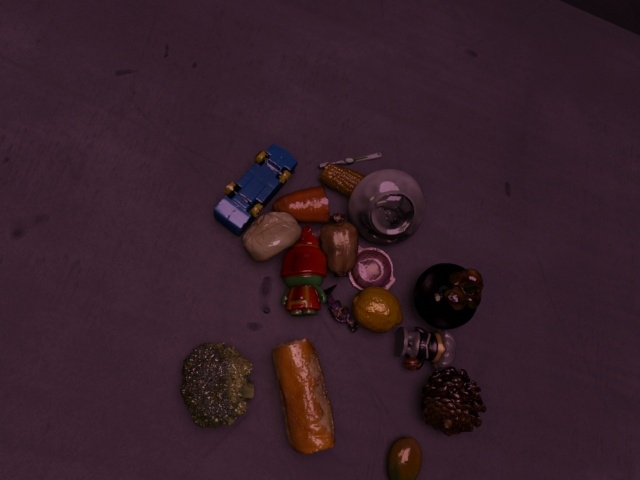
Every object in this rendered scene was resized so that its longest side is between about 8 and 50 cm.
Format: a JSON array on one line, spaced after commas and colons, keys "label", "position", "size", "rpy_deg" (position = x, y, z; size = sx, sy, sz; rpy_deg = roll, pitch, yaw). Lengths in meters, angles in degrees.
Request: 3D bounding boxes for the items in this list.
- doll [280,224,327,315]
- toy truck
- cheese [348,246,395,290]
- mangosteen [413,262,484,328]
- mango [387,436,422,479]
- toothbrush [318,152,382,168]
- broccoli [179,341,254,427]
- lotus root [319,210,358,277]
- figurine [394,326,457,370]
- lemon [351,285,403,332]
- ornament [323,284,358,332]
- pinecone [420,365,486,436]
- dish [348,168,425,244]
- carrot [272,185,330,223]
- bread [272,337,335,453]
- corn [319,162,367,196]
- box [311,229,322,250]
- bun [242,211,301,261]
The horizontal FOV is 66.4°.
[{"label": "doll", "position": [-0.064, 0.108, 1.871], "size": [0.183, 0.160, 0.363], "rpy_deg": [-9, 63, 25]}, {"label": "toy truck", "position": [-0.254, -0.203, 1.922], "size": [0.161, 0.162, 0.385], "rpy_deg": [37, 68, -1]}, {"label": "cheese", "position": [0.173, 0.095, 1.979], "size": [0.286, 0.074, 0.189], "rpy_deg": [37, 90, 11]}, {"label": "mangosteen", "position": [0.518, 0.210, 1.917], "size": [0.275, 0.302, 0.275], "rpy_deg": [11, 66, -27]}, {"label": "mango", "position": [0.311, 0.828, 1.810], "size": [0.130, 0.092, 0.194], "rpy_deg": [7, 82, -14]}, {"label": "toothbrush", "position": [0.133, -0.348, 2.129], "size": [0.304, 0.030, 0.030], "rpy_deg": [-14, 78, -17]}, {"label": "broccoli", "position": [-0.346, 0.485, 1.663], "size": [0.260, 0.235, 0.288], "rpy_deg": [9, 68, -13]}, {"label": "lotus root", "position": [0.072, 0.016, 1.922], "size": [0.154, 0.140, 0.256], "rpy_deg": [-1, 90, 7]}, {"label": "figurine", "position": [0.420, 0.428, 1.925], "size": [0.236, 0.133, 0.176], "rpy_deg": [8, 82, -9]}, {"label": "lemon", "position": [0.218, 0.270, 1.898], "size": [0.193, 0.180, 0.180], "rpy_deg": [2, 74, -16]}, {"label": "ornament", "position": [0.079, 0.272, 1.922], "size": [0.203, 0.088, 0.081], "rpy_deg": [47, 45, -11]}, {"label": "pinecone", "position": [0.496, 0.594, 1.841], "size": [0.244, 0.243, 0.257], "rpy_deg": [17, 62, -9]}, {"label": "dish", "position": [0.278, -0.116, 1.959], "size": [0.324, 0.124, 0.324], "rpy_deg": [-2, 111, -4]}, {"label": "carrot", "position": [-0.080, -0.132, 1.954], "size": [0.225, 0.159, 0.159], "rpy_deg": [-8, 77, -12]}, {"label": "bread", "position": [-0.060, 0.535, 1.719], "size": [0.165, 0.236, 0.375], "rpy_deg": [-10, 77, -18]}, {"label": "corn", "position": [0.169, -0.219, 2.056], "size": [0.363, 0.120, 0.120], "rpy_deg": [23, 70, -4]}, {"label": "box", "position": [0.000, 0.000, 2.005], "size": [0.046, 0.012, 0.083], "rpy_deg": [-22, 82, -17]}, {"label": "bun", "position": [-0.195, -0.025, 1.865], "size": [0.229, 0.229, 0.145], "rpy_deg": [-34, 104, -20]}]
